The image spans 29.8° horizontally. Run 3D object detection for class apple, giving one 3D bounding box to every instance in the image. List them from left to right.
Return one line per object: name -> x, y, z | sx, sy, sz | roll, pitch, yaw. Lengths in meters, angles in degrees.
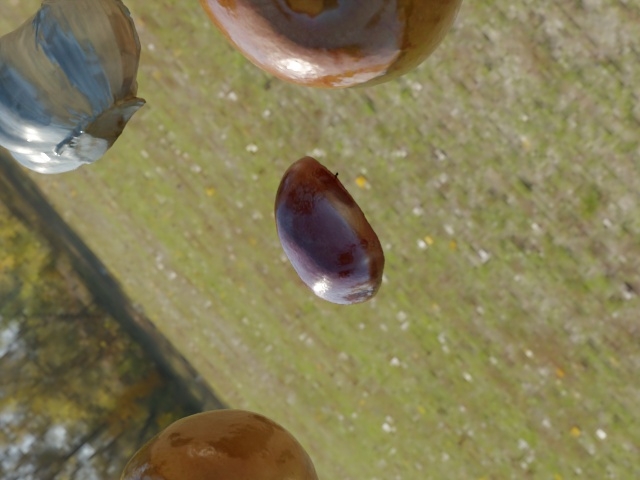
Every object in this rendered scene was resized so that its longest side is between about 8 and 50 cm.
apple -> 0.010, -0.296, 1.238 | 0.299, 0.299, 0.275 | 52, -168, -22

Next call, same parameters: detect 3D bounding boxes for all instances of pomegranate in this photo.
pomegranate -> -0.095, 0.261, 1.086 | 0.209, 0.209, 0.209 | 45, 169, 11

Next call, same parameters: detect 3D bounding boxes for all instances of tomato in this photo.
tomato -> -0.004, -0.002, 1.402 | 0.174, 0.082, 0.166 | 54, 163, 16

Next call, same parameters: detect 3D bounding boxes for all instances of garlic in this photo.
garlic -> -0.300, -0.172, 1.291 | 0.178, 0.143, 0.229 | 56, 135, 23
